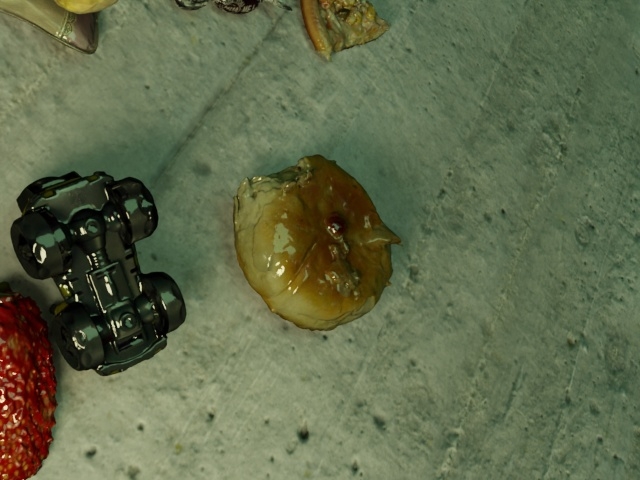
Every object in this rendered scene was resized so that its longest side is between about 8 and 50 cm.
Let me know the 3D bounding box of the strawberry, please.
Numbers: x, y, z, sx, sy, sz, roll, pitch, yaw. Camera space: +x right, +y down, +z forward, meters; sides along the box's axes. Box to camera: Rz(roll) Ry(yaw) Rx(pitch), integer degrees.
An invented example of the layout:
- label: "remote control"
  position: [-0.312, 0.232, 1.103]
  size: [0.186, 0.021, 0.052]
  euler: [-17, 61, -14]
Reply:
- label: "strawberry"
  position: [-0.324, 0.145, 1.127]
  size: [0.167, 0.087, 0.208]
  euler: [-38, 100, -48]

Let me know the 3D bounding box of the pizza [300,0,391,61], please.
- label: "pizza"
  position: [0.048, -0.372, 1.767]
  size: [0.195, 0.052, 0.185]
  euler: [7, 69, -42]

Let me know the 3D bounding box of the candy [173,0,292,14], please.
- label: "candy"
  position: [-0.136, -0.377, 1.591]
  size: [0.226, 0.051, 0.094]
  euler: [1, 67, -43]

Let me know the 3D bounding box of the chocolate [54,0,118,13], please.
- label: "chocolate"
  position: [-0.285, -0.399, 1.382]
  size: [0.134, 0.134, 0.309]
  euler: [34, 38, -27]

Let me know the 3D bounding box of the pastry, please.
- label: "pastry"
  position: [-0.002, 0.004, 1.479]
  size: [0.257, 0.121, 0.236]
  euler: [-21, 86, -46]

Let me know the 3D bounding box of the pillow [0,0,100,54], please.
- label: "pillow"
  position: [-0.377, -0.319, 1.340]
  size: [0.232, 0.038, 0.131]
  euler: [24, 48, -33]

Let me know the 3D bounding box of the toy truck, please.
- label: "toy truck"
  position: [-0.262, 0.034, 1.205]
  size: [0.147, 0.165, 0.224]
  euler: [-26, 104, -30]
